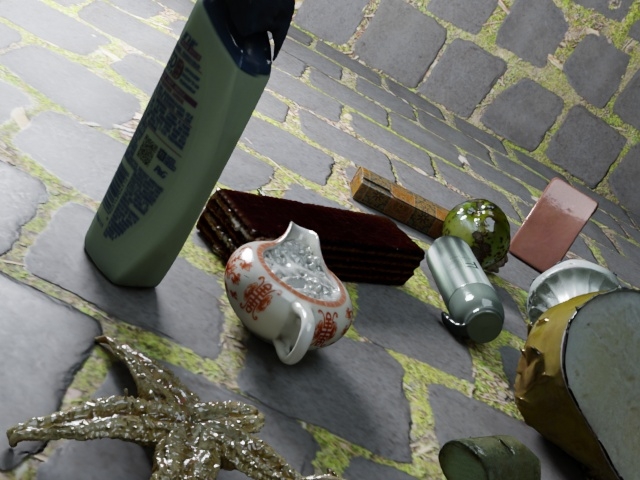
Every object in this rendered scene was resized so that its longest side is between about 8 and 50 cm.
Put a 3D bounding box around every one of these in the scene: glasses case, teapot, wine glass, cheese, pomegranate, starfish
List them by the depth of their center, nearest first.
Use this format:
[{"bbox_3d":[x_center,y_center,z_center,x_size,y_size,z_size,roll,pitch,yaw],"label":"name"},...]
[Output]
[{"bbox_3d":[-0.134,0.156,0.736,0.295,0.048,0.231,33,24,31],"label":"starfish"},{"bbox_3d":[-0.036,0.069,1.015,0.159,0.116,0.245,35,14,-26],"label":"teapot"},{"bbox_3d":[0.422,0.141,1.413,0.165,0.165,0.196,28,25,-7],"label":"wine glass"},{"bbox_3d":[0.305,-0.005,1.628,0.163,0.125,0.138,22,34,-27],"label":"pomegranate"},{"bbox_3d":[0.164,-0.069,1.696,0.218,0.049,0.075,25,20,-13],"label":"glasses case"},{"bbox_3d":[0.516,-0.035,1.919,0.128,0.177,0.203,35,21,12],"label":"cheese"}]

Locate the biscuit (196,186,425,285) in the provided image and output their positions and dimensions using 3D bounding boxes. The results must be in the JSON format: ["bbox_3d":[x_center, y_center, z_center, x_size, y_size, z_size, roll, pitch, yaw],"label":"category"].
[{"bbox_3d":[0.000,0.000,1.278,0.388,0.073,0.107,8,31,-47],"label":"biscuit"}]

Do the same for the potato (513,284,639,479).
[{"bbox_3d":[0.393,0.206,1.164,0.299,0.246,0.196,57,-18,1],"label":"potato"}]

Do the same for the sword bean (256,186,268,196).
[{"bbox_3d":[-0.080,-0.061,1.399,0.012,0.012,0.083,12,26,-41],"label":"sword bean"}]

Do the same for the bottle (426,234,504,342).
[{"bbox_3d":[0.223,0.076,1.407,0.096,0.079,0.253,-11,27,-1],"label":"bottle"}]

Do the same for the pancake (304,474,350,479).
[{"bbox_3d":[-0.001,0.236,0.708,0.139,0.022,0.139,-2,24,1],"label":"pancake"}]

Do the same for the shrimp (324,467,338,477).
[{"bbox_3d":[0.058,0.279,0.738,0.126,0.047,0.223,20,22,-34],"label":"shrimp"}]

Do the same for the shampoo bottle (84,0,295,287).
[{"bbox_3d":[-0.138,-0.113,0.933,0.078,0.359,0.134,10,28,-44],"label":"shampoo bottle"}]

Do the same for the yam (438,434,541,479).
[{"bbox_3d":[0.195,0.247,0.968,0.146,0.070,0.070,9,29,-42],"label":"yam"}]
